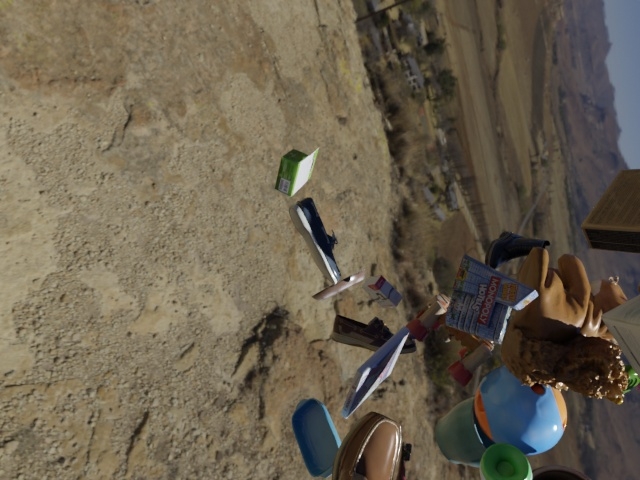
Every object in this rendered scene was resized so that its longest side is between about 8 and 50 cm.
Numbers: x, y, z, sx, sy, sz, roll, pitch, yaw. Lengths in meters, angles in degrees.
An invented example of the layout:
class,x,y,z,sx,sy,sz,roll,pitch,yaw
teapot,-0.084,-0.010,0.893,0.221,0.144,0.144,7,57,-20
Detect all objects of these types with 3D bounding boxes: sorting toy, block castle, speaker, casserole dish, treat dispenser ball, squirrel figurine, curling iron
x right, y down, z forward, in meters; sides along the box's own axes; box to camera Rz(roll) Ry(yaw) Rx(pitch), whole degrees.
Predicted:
class,x,y,z,sx,sy,sz,roll,pitch,yaw
sorting toy,0.977,0.475,1.412,0.365,0.127,0.126,16,27,-23
block castle,0.515,0.396,1.800,0.303,0.213,0.453,46,13,19
speaker,0.493,0.670,1.196,0.131,0.131,0.297,-60,144,-44
casserole dish,-0.005,0.478,1.093,0.037,0.114,0.188,21,30,-43
treat dispenser ball,0.675,0.571,1.522,0.288,0.288,0.288,19,66,-53
squirrel figurine,0.692,0.242,1.233,0.370,0.281,0.397,13,59,-7
curling iron,0.230,0.686,1.290,0.274,0.035,0.068,-45,141,-64

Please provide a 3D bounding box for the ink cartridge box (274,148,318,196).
class,x,y,z,sx,sy,sz,roll,pitch,yaw
ink cartridge box,-0.115,-0.359,2.231,0.255,0.097,0.189,-53,164,-54

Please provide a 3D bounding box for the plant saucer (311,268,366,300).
class,x,y,z,sx,sy,sz,roll,pitch,yaw
plant saucer,0.101,0.234,2.270,0.310,0.310,0.050,-14,75,-57

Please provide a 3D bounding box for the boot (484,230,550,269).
class,x,y,z,sx,sy,sz,roll,pitch,yaw
boot,0.597,0.035,1.361,0.198,0.137,0.077,-41,128,-35

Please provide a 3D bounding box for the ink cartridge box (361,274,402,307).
class,x,y,z,sx,sy,sz,roll,pitch,yaw
ink cartridge box,0.274,0.230,1.993,0.150,0.109,0.063,45,62,-13

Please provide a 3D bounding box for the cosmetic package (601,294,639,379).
class,x,y,z,sx,sy,sz,roll,pitch,yaw
cosmetic package,0.601,0.125,0.660,0.138,0.224,0.224,60,4,5

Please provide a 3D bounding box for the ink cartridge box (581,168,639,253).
class,x,y,z,sx,sy,sz,roll,pitch,yaw
ink cartridge box,0.788,-0.075,1.082,0.234,0.193,0.088,-44,116,-19

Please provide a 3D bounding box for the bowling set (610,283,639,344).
class,x,y,z,sx,sy,sz,roll,pitch,yaw
bowling set,1.037,0.218,1.447,0.154,0.287,0.200,23,53,-33

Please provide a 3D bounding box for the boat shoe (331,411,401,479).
class,x,y,z,sx,sy,sz,roll,pitch,yaw
boat shoe,0.076,0.484,0.808,0.122,0.120,0.324,25,80,-16

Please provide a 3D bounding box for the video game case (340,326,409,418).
class,x,y,z,sx,sy,sz,roll,pitch,yaw
video game case,0.136,0.325,1.107,0.201,0.023,0.183,-29,143,-41

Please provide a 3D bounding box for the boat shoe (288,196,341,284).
class,x,y,z,sx,sy,sz,roll,pitch,yaw
boat shoe,0.000,0.000,1.261,0.079,0.095,0.255,-29,89,-21

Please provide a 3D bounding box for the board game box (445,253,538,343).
class,x,y,z,sx,sy,sz,roll,pitch,yaw
board game box,0.436,0.153,1.143,0.060,0.194,0.194,31,77,-52

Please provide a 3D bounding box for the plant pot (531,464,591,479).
class,x,y,z,sx,sy,sz,roll,pitch,yaw
plant pot,0.743,0.850,1.410,0.229,0.263,0.263,62,32,-62

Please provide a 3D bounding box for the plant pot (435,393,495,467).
class,x,y,z,sx,sy,sz,roll,pitch,yaw
plant pot,0.598,0.752,1.741,0.271,0.255,0.272,20,49,-25

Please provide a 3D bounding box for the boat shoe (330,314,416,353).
class,x,y,z,sx,sy,sz,roll,pitch,yaw
boat shoe,0.212,0.363,1.770,0.123,0.341,0.123,5,93,-71
